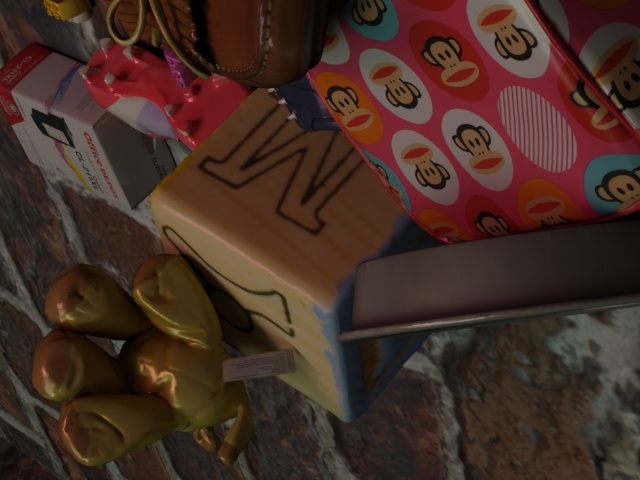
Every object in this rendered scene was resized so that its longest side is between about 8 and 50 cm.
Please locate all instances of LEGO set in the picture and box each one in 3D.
[{"bbox_3d":[-0.185,-0.209,1.350,0.227,0.093,0.087,25,150,34],"label":"LEGO set"}]

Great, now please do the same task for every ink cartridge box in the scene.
[{"bbox_3d":[-0.255,-0.123,1.618,0.175,0.072,0.127,24,149,36],"label":"ink cartridge box"}]

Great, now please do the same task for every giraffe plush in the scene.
[{"bbox_3d":[-0.137,0.113,1.297,0.210,0.181,0.170,9,168,-7],"label":"giraffe plush"}]

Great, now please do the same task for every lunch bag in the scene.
[{"bbox_3d":[0.103,-0.127,1.016,0.258,0.120,0.293,50,155,-13],"label":"lunch bag"}]

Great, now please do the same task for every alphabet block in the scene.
[{"bbox_3d":[0.000,0.000,1.288,0.197,0.193,0.192,31,151,25],"label":"alphabet block"}]

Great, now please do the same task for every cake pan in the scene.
[{"bbox_3d":[0.154,0.028,1.055,0.293,0.293,0.054,-16,80,62],"label":"cake pan"}]

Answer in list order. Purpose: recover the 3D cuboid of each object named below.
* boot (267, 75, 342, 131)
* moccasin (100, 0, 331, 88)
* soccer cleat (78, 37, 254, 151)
[{"bbox_3d":[-0.026,-0.133,1.229,0.190,0.069,0.086,12,109,48],"label":"boot"},{"bbox_3d":[-0.104,-0.199,1.072,0.380,0.147,0.139,46,130,54],"label":"moccasin"},{"bbox_3d":[-0.127,-0.123,1.433,0.248,0.083,0.095,25,166,36],"label":"soccer cleat"}]
